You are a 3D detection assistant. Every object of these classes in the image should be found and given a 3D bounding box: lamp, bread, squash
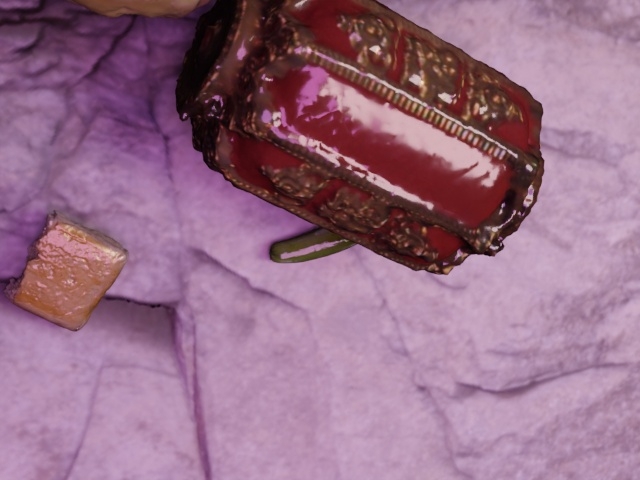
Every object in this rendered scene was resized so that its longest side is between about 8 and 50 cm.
[{"bbox_3d":[0.033,-0.087,0.769,0.274,0.177,0.177,25,96,-21],"label":"lamp"},{"bbox_3d":[-0.192,0.025,0.792,0.070,0.035,0.083,26,102,-22],"label":"bread"},{"bbox_3d":[0.001,0.001,0.855,0.089,0.027,0.027,-22,110,-10],"label":"squash"}]

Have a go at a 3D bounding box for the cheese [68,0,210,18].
[{"bbox_3d":[-0.146,-0.260,0.692,0.226,0.117,0.213,11,97,-26],"label":"cheese"}]
